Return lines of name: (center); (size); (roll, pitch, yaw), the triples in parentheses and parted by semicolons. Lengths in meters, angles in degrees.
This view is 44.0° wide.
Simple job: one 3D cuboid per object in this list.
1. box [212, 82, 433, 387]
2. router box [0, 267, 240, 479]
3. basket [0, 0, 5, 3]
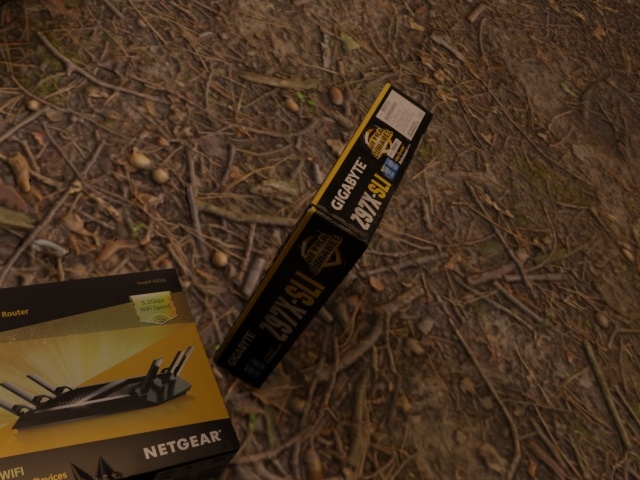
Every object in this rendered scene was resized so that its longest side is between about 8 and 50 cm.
box: (0.000, 0.000, 0.970); (0.079, 0.322, 0.257); (31, 46, -4)
router box: (-0.272, 0.164, 0.853); (0.308, 0.081, 0.243); (-7, 57, -33)
basket: (-0.540, -0.476, 1.147); (0.213, 0.223, 0.299); (28, 46, -5)
